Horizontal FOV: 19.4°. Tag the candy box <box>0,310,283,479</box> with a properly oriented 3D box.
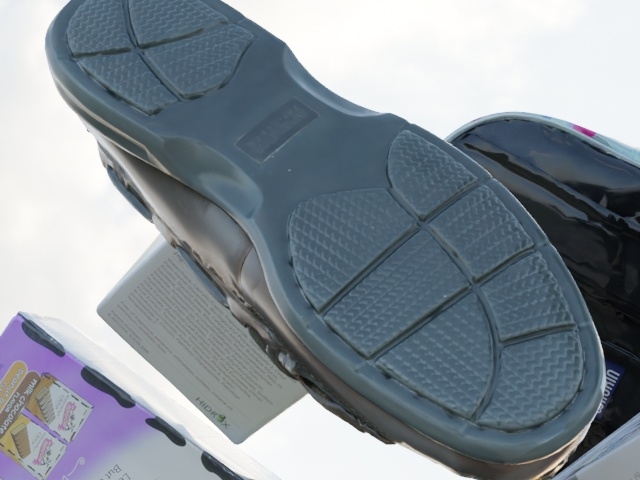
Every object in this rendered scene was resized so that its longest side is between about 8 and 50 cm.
[{"bbox_3d":[-0.109,0.158,0.931,0.196,0.165,0.070,35,3,14],"label":"candy box"}]

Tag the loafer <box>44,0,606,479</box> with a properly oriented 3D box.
[{"bbox_3d":[0.000,0.000,0.688,0.096,0.267,0.084,-33,-32,-23],"label":"loafer"}]

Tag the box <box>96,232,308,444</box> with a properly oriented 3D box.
[{"bbox_3d":[-0.032,0.021,0.908,0.102,0.101,0.087,44,-46,-7],"label":"box"}]

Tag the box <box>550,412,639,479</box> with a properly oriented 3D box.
[{"bbox_3d":[0.195,0.085,0.918,0.145,0.038,0.186,-28,-11,-44],"label":"box"}]

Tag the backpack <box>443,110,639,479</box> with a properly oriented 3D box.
[{"bbox_3d":[0.156,0.039,1.196,0.253,0.225,0.191,25,3,1],"label":"backpack"}]
